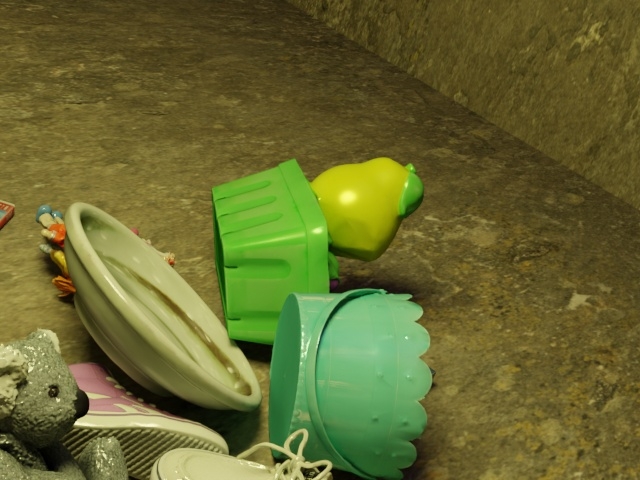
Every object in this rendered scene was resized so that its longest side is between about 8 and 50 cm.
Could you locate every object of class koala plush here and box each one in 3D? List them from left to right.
[{"bbox_3d":[-0.344,0.216,0.979,0.203,0.221,0.196,0,5,5],"label":"koala plush"}]

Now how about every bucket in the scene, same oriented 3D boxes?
[{"bbox_3d":[0.033,0.203,1.236,0.183,0.281,0.281,7,31,-12],"label":"bucket"}]

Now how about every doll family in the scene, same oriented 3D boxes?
[{"bbox_3d":[-0.370,0.046,1.438,0.263,0.118,0.163,15,17,-49],"label":"doll family"}]

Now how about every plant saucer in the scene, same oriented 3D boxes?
[{"bbox_3d":[-0.252,0.120,1.247,0.400,0.100,0.400,48,1,-1],"label":"plant saucer"}]

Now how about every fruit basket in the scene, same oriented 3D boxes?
[{"bbox_3d":[0.000,0.000,1.485,0.391,0.283,0.392,0,23,0],"label":"fruit basket"}]

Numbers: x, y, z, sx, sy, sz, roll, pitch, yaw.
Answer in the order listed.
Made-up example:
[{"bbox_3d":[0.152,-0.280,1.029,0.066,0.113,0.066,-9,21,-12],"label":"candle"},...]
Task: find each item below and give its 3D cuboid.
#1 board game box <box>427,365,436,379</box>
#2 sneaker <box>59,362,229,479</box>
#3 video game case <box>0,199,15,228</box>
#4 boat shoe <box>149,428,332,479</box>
[{"bbox_3d":[0.085,0.208,1.487,0.201,0.035,0.136,34,32,26],"label":"board game box"},{"bbox_3d":[-0.260,0.235,1.165,0.282,0.102,0.161,14,26,-9],"label":"sneaker"},{"bbox_3d":[-0.671,-0.020,1.427,0.204,0.025,0.285,18,29,-3],"label":"video game case"},{"bbox_3d":[-0.024,0.314,1.034,0.367,0.157,0.136,23,29,3],"label":"boat shoe"}]
